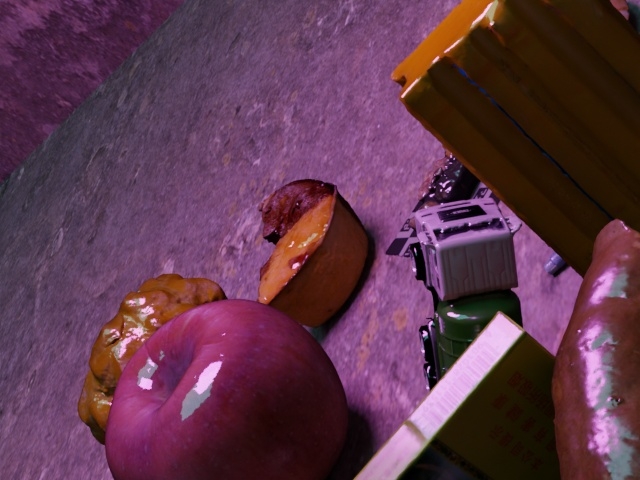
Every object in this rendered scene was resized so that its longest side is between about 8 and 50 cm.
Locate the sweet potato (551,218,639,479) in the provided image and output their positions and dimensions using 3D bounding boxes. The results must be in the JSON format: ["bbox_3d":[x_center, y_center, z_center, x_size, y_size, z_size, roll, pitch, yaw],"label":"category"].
[{"bbox_3d":[0.260,0.155,1.099,0.157,0.158,0.370,-29,35,41],"label":"sweet potato"}]

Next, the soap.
[{"bbox_3d":[0.248,-0.111,1.319,0.204,0.324,0.096,-43,19,13],"label":"soap"}]

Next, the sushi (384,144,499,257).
[{"bbox_3d":[0.168,-0.077,1.755,0.215,0.050,0.192,-56,23,-13],"label":"sushi"}]

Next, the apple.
[{"bbox_3d":[-0.106,0.216,1.579,0.305,0.235,0.306,-38,29,25],"label":"apple"}]

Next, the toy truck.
[{"bbox_3d":[0.151,0.089,1.318,0.101,0.243,0.125,-10,19,-2],"label":"toy truck"}]

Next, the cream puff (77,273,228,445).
[{"bbox_3d":[-0.206,0.181,1.923,0.282,0.185,0.282,-55,-18,-28],"label":"cream puff"}]

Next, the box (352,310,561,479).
[{"bbox_3d":[0.106,0.237,1.212,0.335,0.187,0.047,-49,42,2],"label":"box"}]

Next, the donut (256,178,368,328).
[{"bbox_3d":[0.000,0.000,1.876,0.151,0.112,0.295,-39,26,19],"label":"donut"}]

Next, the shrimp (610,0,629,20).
[{"bbox_3d":[0.315,-0.216,1.693,0.145,0.061,0.267,-15,38,40],"label":"shrimp"}]

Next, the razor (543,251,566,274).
[{"bbox_3d":[0.290,-0.013,1.462,0.135,0.040,0.068,-48,21,22],"label":"razor"}]
